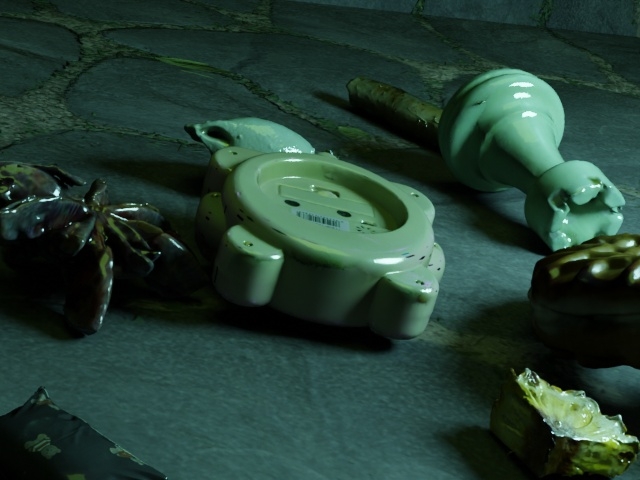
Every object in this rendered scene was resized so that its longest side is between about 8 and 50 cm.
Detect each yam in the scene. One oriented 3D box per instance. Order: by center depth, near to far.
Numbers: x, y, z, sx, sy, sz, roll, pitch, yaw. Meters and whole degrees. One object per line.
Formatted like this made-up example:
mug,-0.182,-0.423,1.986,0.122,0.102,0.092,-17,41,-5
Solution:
yam,0.159,-0.210,2.085,0.067,0.071,0.317,-42,46,-19

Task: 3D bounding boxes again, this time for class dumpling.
dumpling,-0.084,-0.095,1.633,0.219,0.152,0.108,25,64,-3

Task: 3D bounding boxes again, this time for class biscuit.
biscuit,0.370,0.059,1.283,0.366,0.115,0.268,-3,7,45

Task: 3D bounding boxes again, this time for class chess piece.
chess piece,0.307,-0.102,1.745,0.195,0.194,0.299,2,32,-24

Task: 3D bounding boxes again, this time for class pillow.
pillow,-0.199,0.167,0.932,0.150,0.048,0.090,27,23,31

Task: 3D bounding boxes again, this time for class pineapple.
pineapple,0.218,0.173,1.109,0.137,0.069,0.116,19,21,15

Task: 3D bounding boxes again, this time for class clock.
clock,0.000,0.000,1.378,0.284,0.114,0.309,14,22,-8

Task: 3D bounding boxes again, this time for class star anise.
star anise,-0.243,-0.003,1.264,0.212,0.129,0.283,28,17,25
